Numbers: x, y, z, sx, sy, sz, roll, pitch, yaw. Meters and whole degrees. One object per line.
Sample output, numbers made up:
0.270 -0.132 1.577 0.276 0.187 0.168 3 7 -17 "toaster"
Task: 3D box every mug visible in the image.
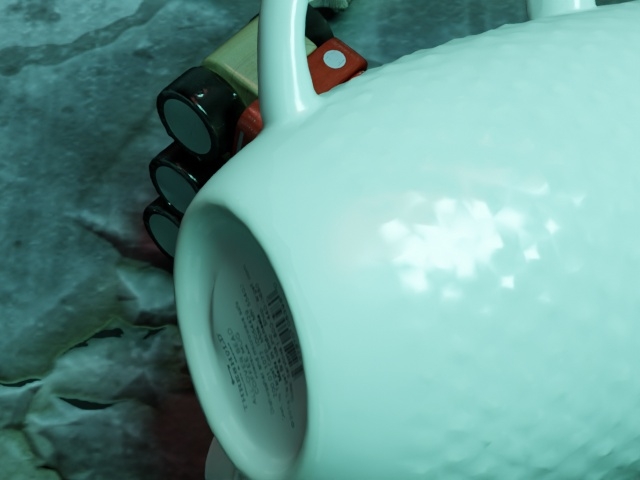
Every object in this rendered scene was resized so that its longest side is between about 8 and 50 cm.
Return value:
0.087 -0.026 1.026 0.328 0.276 0.374 -14 91 -26 "mug"

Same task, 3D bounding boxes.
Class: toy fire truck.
0.000 0.000 1.210 0.246 0.217 0.158 40 61 14 "toy fire truck"

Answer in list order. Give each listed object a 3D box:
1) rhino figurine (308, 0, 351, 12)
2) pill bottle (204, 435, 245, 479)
0.052 -0.257 1.509 0.106 0.073 0.243 36 61 24 "rhino figurine"
0.017 0.158 1.135 0.169 0.094 0.094 22 54 20 "pill bottle"
